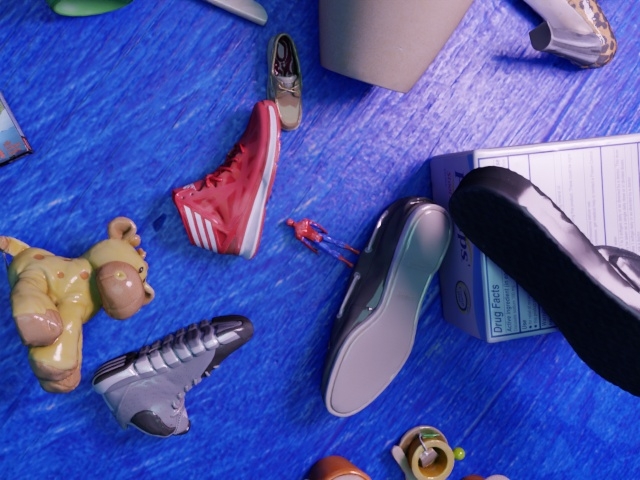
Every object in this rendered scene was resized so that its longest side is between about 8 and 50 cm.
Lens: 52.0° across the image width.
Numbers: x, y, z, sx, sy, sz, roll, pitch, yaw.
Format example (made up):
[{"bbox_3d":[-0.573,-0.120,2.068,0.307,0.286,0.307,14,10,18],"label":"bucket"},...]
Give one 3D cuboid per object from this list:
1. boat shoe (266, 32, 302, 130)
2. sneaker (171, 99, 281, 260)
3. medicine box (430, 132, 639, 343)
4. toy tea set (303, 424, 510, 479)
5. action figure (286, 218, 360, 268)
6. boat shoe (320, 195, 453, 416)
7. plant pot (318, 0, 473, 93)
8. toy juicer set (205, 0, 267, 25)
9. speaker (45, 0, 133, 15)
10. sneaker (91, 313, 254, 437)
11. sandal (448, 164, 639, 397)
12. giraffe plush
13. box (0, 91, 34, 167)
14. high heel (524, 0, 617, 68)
[{"bbox_3d":[-0.050,-0.222,0.915,0.050,0.045,0.135,-11,97,-12],"label":"boat shoe"},{"bbox_3d":[-0.131,-0.089,0.887,0.128,0.087,0.221,9,91,-15],"label":"sneaker"},{"bbox_3d":[0.330,-0.012,0.966,0.289,0.149,0.263,-7,96,-12],"label":"medicine box"},{"bbox_3d":[0.130,0.393,0.962,0.336,0.124,0.200,-15,97,-11],"label":"toy tea set"},{"bbox_3d":[0.000,0.000,0.952,0.115,0.030,0.038,31,83,-13],"label":"action figure"},{"bbox_3d":[0.086,0.092,0.959,0.112,0.095,0.335,24,93,-28],"label":"boat shoe"},{"bbox_3d":[0.101,-0.344,0.859,0.256,0.256,0.274,13,108,-14],"label":"plant pot"},{"bbox_3d":[-0.169,-0.457,0.847,0.209,0.089,0.329,-2,95,-13],"label":"toy juicer set"},{"bbox_3d":[-0.314,-0.438,0.796,0.131,0.131,0.296,-15,97,-12],"label":"speaker"},{"bbox_3d":[-0.183,0.195,0.904,0.228,0.086,0.132,-21,104,-1],"label":"sneaker"},{"bbox_3d":[0.354,0.054,0.825,0.446,0.167,0.107,44,67,-13],"label":"sandal"},{"bbox_3d":[-0.298,0.066,0.839,0.170,0.181,0.210,-17,63,-21],"label":"giraffe plush"},{"bbox_3d":[-0.508,-0.132,0.815,0.233,0.044,0.159,-28,100,-10],"label":"box"},{"bbox_3d":[0.377,-0.392,1.001,0.186,0.093,0.261,1,81,-35],"label":"high heel"}]
